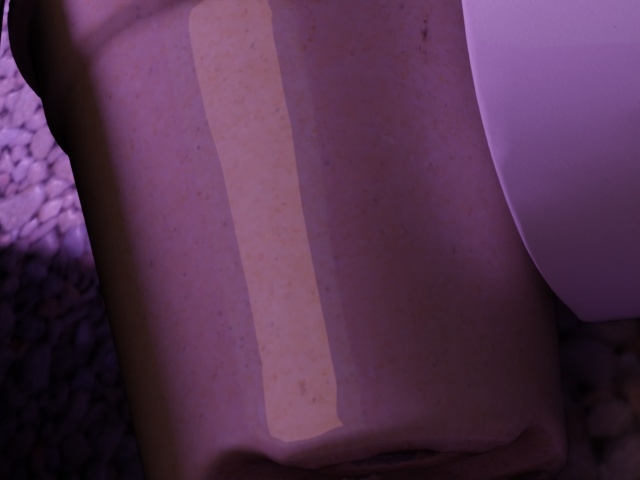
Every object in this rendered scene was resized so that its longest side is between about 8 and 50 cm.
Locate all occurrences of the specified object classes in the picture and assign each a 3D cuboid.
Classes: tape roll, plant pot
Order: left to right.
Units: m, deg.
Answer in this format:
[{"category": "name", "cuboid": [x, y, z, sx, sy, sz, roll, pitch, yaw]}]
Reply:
[{"category": "plant pot", "cuboid": [0.000, 0.000, 0.776, 0.333, 0.334, 0.306, -19, 65, 22]}, {"category": "tape roll", "cuboid": [0.172, -0.102, 0.722, 0.100, 0.286, 0.286, -9, 58, 29]}]

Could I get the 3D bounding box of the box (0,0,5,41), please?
[{"category": "box", "cuboid": [-0.360, 0.054, 0.809, 0.297, 0.480, 0.472, 9, 57, -14]}]
